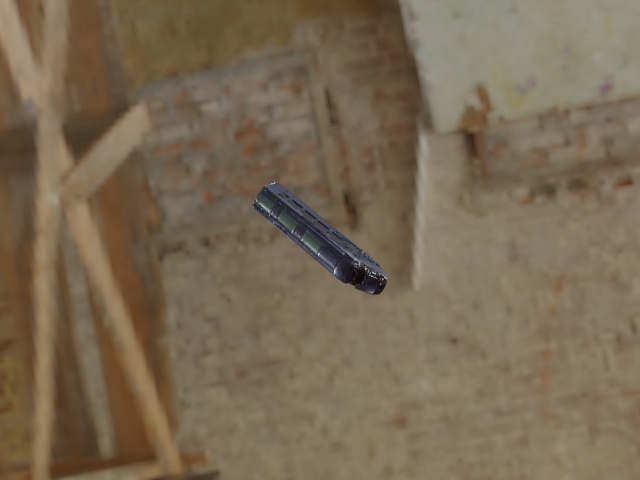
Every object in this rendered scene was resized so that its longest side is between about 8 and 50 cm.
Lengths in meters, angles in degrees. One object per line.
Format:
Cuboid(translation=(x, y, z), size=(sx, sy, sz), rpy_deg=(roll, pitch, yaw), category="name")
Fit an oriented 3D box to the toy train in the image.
Cuboid(translation=(0.000, 0.000, 0.899), size=(0.083, 0.017, 0.017), rpy_deg=(39, -155, 23), category="toy train")
